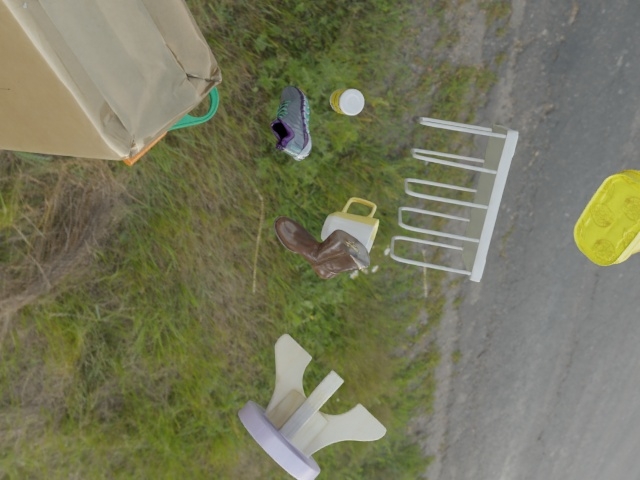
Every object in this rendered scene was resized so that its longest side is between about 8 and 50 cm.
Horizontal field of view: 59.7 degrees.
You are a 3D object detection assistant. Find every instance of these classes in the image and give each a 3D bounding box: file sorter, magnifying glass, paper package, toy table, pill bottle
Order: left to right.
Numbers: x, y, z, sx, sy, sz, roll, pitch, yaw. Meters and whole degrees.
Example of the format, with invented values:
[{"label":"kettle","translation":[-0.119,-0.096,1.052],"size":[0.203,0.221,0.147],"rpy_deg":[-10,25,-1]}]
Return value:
[{"label":"paper package","translation":[-0.317,-0.250,0.557],"size":[0.168,0.325,0.309],"rpy_deg":[-55,137,-31]},{"label":"magnifying glass","translation":[-0.269,-0.217,0.999],"size":[0.092,0.026,0.231],"rpy_deg":[53,57,-25]},{"label":"toy table","translation":[-0.026,0.309,0.996],"size":[0.161,0.252,0.274],"rpy_deg":[-46,-179,-13]},{"label":"pill bottle","translation":[0.063,-0.356,1.427],"size":[0.065,0.116,0.065],"rpy_deg":[-5,107,-15]},{"label":"file sorter","translation":[0.248,-0.094,1.085],"size":[0.193,0.173,0.277],"rpy_deg":[-61,162,-73]}]

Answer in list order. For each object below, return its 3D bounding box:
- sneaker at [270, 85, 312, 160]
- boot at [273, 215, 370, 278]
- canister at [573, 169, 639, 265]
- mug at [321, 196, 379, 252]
[{"label":"sneaker","translation":[-0.083,-0.310,1.395],"size":[0.098,0.223,0.083],"rpy_deg":[16,142,-42]},{"label":"boot","translation":[0.000,0.000,0.654],"size":[0.106,0.114,0.037],"rpy_deg":[43,69,-8]},{"label":"canister","translation":[0.428,-0.043,0.717],"size":[0.170,0.073,0.126],"rpy_deg":[-15,140,-24]},{"label":"mug","translation":[0.039,-0.013,0.735],"size":[0.078,0.064,0.062],"rpy_deg":[-58,164,-49]}]
